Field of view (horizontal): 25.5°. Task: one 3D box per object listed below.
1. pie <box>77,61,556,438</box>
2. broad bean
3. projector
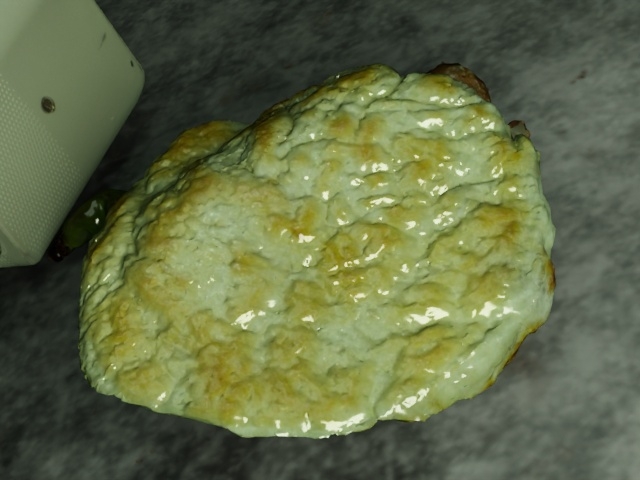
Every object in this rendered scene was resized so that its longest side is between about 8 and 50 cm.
[{"bbox_3d":[-0.002,0.007,0.801,0.275,0.105,0.257,-12,46,3],"label":"pie"},{"bbox_3d":[-0.120,-0.003,0.959,0.195,0.046,0.061,7,70,49],"label":"broad bean"},{"bbox_3d":[-0.262,-0.100,1.073,0.177,0.163,0.242,-3,47,34],"label":"projector"}]
